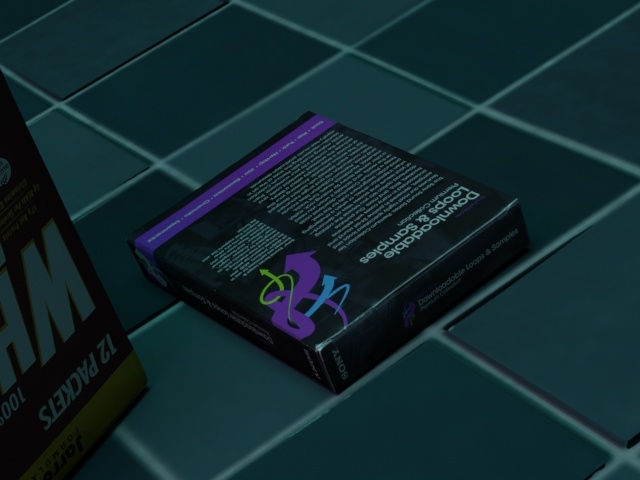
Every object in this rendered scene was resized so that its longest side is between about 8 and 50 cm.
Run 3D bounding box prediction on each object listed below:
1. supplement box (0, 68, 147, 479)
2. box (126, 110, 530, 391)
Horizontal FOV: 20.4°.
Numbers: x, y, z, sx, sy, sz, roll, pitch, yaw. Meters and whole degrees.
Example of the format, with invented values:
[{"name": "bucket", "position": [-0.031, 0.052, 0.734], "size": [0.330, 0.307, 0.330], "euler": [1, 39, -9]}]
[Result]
[{"name": "supplement box", "position": [-0.211, 0.019, 0.745], "size": [0.194, 0.191, 0.129], "euler": [7, 42, 36]}, {"name": "box", "position": [0.000, 0.000, 0.804], "size": [0.116, 0.029, 0.162], "euler": [-36, 33, -20]}]
